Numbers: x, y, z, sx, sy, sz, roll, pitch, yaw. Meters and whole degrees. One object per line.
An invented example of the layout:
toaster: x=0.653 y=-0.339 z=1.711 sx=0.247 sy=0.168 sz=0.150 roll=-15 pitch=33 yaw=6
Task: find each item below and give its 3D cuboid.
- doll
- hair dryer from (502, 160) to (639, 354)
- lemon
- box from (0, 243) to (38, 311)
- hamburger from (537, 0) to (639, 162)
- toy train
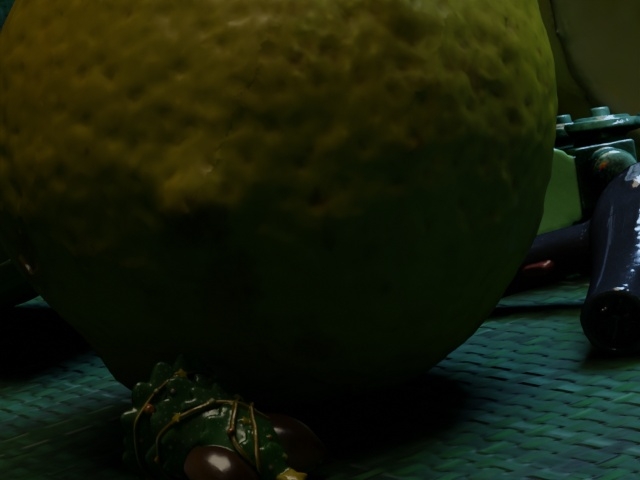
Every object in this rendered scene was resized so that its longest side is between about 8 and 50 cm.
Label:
doll: x=-0.054 y=0.100 z=0.977 sx=0.078 sy=0.077 sz=0.113 roll=-27 pitch=18 yaw=-40
hair dryer: x=0.140 y=0.034 z=1.247 sx=0.271 sy=0.091 sz=0.235 roll=-19 pitch=15 yaw=28
lemon: x=-0.025 y=-0.080 z=1.116 sx=0.350 sy=0.387 sz=0.350 roll=24 pitch=-6 yaw=3
box: x=-0.265 y=-0.034 z=1.476 sx=0.328 sy=0.178 sz=0.253 roll=-24 pitch=2 yaw=36
hamburger: x=0.302 y=-0.251 z=1.697 sx=0.395 sy=0.396 sz=0.277 roll=-14 pitch=11 yaw=-18
toy train: x=0.165 y=-0.045 z=1.432 sx=0.157 sy=0.105 sz=0.253 roll=-9 pitch=4 yaw=-4
